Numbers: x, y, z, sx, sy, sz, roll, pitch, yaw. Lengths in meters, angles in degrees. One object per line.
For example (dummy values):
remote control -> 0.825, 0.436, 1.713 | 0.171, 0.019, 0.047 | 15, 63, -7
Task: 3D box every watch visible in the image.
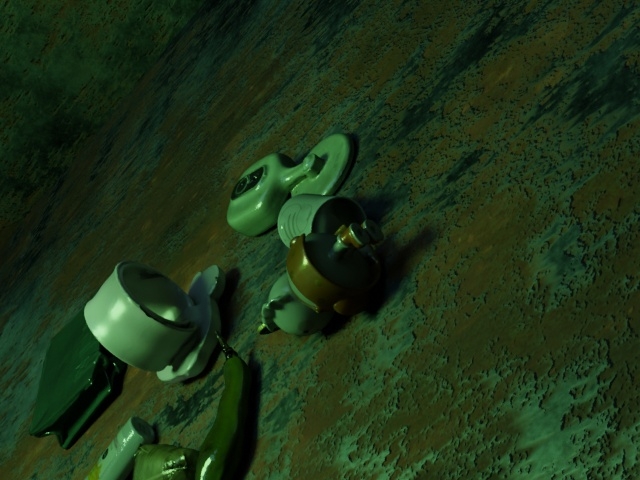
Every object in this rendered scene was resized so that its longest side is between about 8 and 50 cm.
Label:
watch -> -0.294, 0.120, 1.819 | 0.211, 0.217, 0.248 | -49, 27, 16

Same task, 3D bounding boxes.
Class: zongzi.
zongzi -> -0.244, 0.405, 1.579 | 0.160, 0.078, 0.176 | -13, 59, 55

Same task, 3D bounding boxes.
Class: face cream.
face cream -> -0.372, 0.407, 1.815 | 0.198, 0.057, 0.084 | -53, 25, 9

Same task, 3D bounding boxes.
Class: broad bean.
broad bean -> -0.143, 0.275, 1.562 | 0.075, 0.067, 0.325 | -10, 42, 16

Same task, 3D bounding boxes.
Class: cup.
cup -> -0.007, -0.007, 1.589 | 0.136, 0.099, 0.133 | -61, 26, -9

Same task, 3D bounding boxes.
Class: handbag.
handbag -> -0.510, 0.267, 2.190 | 0.238, 0.089, 0.326 | -45, 27, 24

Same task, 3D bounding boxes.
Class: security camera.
security camera -> -0.058, -0.108, 1.831 | 0.301, 0.080, 0.157 | -25, 40, 45

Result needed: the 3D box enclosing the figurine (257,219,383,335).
figurine -> -0.011, 0.059, 1.481 | 0.271, 0.143, 0.143 | -29, 37, 43
